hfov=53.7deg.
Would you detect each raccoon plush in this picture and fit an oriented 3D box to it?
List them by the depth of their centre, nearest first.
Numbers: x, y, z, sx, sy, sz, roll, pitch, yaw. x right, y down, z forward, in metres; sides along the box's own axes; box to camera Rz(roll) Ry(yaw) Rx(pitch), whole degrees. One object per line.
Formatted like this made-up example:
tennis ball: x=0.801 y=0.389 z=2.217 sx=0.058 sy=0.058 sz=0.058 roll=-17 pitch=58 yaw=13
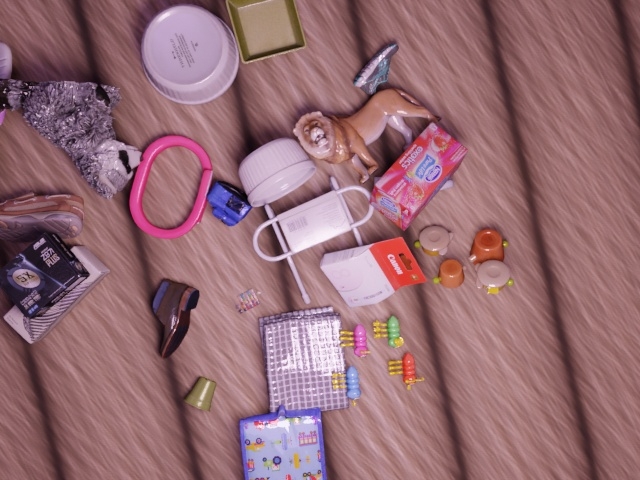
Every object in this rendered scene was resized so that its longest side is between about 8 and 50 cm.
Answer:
raccoon plush: x=-0.704 y=-0.261 z=1.681 sx=0.445 sy=0.216 sz=0.300 roll=2 pitch=96 yaw=-2

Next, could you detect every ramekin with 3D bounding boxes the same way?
ramekin: x=-0.124 y=-0.189 z=1.710 sx=0.207 sy=0.207 sz=0.109 roll=-30 pitch=84 yaw=-1
ramekin: x=-0.361 y=-0.514 z=1.723 sx=0.272 sy=0.127 sz=0.273 roll=0 pitch=92 yaw=-3

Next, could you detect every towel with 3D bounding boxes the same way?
towel: x=-0.044 y=0.339 z=1.764 sx=0.234 sy=0.121 sz=0.284 roll=-6 pitch=92 yaw=-3

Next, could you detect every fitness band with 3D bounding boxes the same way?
fitness band: x=-0.416 y=-0.149 z=1.772 sx=0.208 sy=0.054 sz=0.291 roll=17 pitch=90 yaw=0

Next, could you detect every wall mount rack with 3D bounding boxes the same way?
wall mount rack: x=0.000 y=0.000 z=1.760 sx=0.349 sy=0.130 sz=0.304 roll=-23 pitch=89 yaw=-2

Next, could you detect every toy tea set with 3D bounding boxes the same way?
toy tea set: x=0.372 y=0.067 z=1.783 sx=0.335 sy=0.124 sz=0.200 roll=5 pitch=57 yaw=15

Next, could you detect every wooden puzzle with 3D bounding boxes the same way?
wooden puzzle: x=-0.207 y=0.171 z=1.809 sx=0.083 sy=0.006 sz=0.049 roll=-27 pitch=93 yaw=-1

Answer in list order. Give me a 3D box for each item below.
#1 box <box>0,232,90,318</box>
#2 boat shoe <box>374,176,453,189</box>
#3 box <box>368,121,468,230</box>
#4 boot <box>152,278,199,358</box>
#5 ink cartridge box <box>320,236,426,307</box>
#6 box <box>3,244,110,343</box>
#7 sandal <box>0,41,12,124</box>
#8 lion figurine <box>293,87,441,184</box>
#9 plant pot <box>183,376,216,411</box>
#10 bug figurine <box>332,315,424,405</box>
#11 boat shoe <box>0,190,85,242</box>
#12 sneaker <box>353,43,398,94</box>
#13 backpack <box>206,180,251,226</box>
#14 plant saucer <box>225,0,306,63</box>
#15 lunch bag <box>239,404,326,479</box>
box: x=-0.728 y=0.092 z=1.655 sx=0.180 sy=0.077 sz=0.147 roll=-39 pitch=88 yaw=0
boat shoe: x=0.261 y=-0.166 z=1.781 sx=0.226 sy=0.083 sz=0.076 roll=-9 pitch=93 yaw=-1
box: x=0.260 y=-0.170 z=1.679 sx=0.128 sy=0.123 sz=0.257 roll=39 pitch=70 yaw=10
boot: x=-0.426 y=0.216 z=1.780 sx=0.106 sy=0.082 sz=0.219 roll=26 pitch=95 yaw=19
ink cartridge box: x=0.143 y=0.092 z=1.704 sx=0.232 sy=0.066 sz=0.189 roll=-10 pitch=133 yaw=30
box: x=-0.723 y=0.146 z=1.742 sx=0.113 sy=0.094 sz=0.275 roll=43 pitch=90 yaw=-2
sandal: x=-0.923 y=-0.339 z=1.720 sx=0.169 sy=0.102 sz=0.417 roll=5 pitch=78 yaw=11
lion figurine: x=0.132 y=-0.321 z=1.758 sx=0.392 sy=0.142 sz=0.240 roll=-36 pitch=85 yaw=-18
plant pot: x=-0.332 y=0.429 z=1.781 sx=0.083 sy=0.083 sz=0.079 roll=25 pitch=77 yaw=-3
bug figurine: x=0.161 y=0.325 z=1.739 sx=0.278 sy=0.072 sz=0.217 roll=-7 pitch=88 yaw=-30
boat shoe: x=-0.796 y=-0.071 z=1.735 sx=0.324 sy=0.123 sz=0.117 roll=1 pitch=58 yaw=6
sneaker: x=0.169 y=-0.482 z=1.789 sx=0.076 sy=0.065 sz=0.166 roll=42 pitch=93 yaw=-19
backpack: x=-0.258 y=-0.104 z=1.754 sx=0.120 sy=0.098 sz=0.101 roll=38 pitch=93 yaw=-4
plant saucer: x=-0.151 y=-0.604 z=1.770 sx=0.188 sy=0.045 sz=0.188 roll=-15 pitch=92 yaw=-3
lunch bag: x=-0.098 y=0.586 z=1.724 sx=0.220 sy=0.138 sz=0.294 roll=-5 pitch=109 yaw=-2
